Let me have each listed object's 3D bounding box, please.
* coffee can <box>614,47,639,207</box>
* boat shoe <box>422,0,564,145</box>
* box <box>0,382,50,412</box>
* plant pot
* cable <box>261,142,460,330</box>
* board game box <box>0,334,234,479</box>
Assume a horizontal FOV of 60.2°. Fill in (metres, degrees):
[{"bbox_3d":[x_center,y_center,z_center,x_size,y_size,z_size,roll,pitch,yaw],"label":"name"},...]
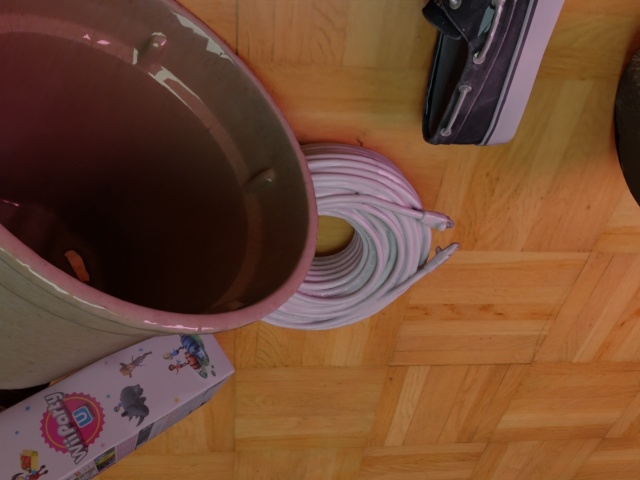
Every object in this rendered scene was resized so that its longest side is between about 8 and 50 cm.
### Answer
[{"bbox_3d":[0.478,-0.128,0.543,0.276,0.201,0.201,-11,130,2],"label":"coffee can"},{"bbox_3d":[0.145,-0.216,0.497,0.102,0.108,0.301,-5,137,-5],"label":"boat shoe"},{"bbox_3d":[-0.418,0.118,0.642,0.203,0.167,0.168,-38,118,19],"label":"box"},{"bbox_3d":[-0.224,-0.018,0.499,0.334,0.333,0.305,33,130,-29],"label":"plant pot"},{"bbox_3d":[0.000,0.000,0.664,0.257,0.089,0.257,29,121,-26],"label":"cable"},{"bbox_3d":[-0.271,0.222,0.660,0.303,0.097,0.224,-29,167,-30],"label":"board game box"}]
